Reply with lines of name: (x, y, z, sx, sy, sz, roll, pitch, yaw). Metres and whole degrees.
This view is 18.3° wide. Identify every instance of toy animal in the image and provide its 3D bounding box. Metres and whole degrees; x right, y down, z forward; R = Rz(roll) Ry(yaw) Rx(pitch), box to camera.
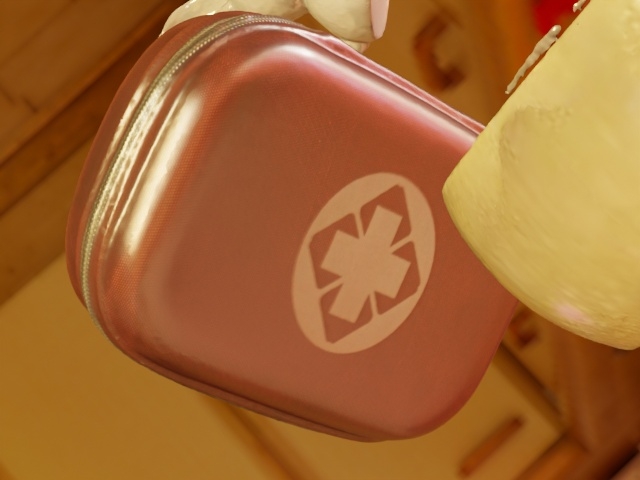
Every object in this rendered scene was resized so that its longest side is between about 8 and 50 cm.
toy animal: (-0.042, -0.193, 1.586, 0.131, 0.181, 0.127, -14, 111, -75)

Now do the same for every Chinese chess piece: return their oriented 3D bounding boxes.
Chinese chess piece: (0.154, -0.071, 0.707, 0.251, 0.097, 0.251, -46, 175, -5)

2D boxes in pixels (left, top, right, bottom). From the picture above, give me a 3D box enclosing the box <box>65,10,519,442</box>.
box: (0.000, 0.000, 1.414, 0.404, 0.108, 0.263, 24, 91, -45)
